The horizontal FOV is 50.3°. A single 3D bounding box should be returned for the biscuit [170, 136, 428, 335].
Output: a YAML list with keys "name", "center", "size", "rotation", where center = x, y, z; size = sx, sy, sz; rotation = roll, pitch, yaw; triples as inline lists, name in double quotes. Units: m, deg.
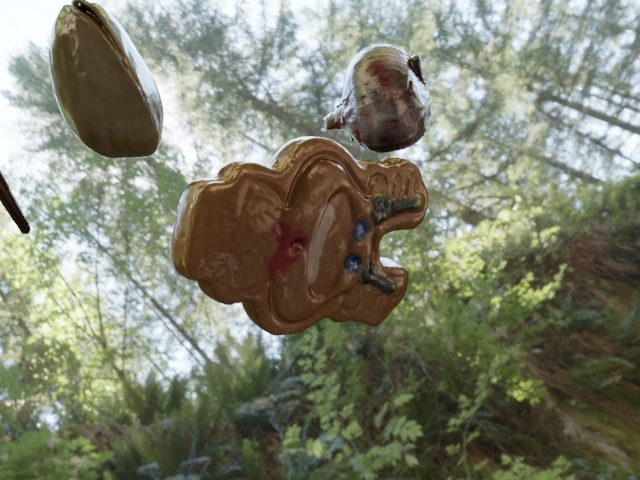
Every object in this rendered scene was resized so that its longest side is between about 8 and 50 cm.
- name: "biscuit"
  center: [0.000, 0.000, 0.690]
  size: [0.333, 0.047, 0.202]
  rotation: [6, -78, -46]

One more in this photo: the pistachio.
- name: "pistachio"
  center: [-0.238, -0.173, 0.754]
  size: [0.108, 0.126, 0.186]
  rotation: [-39, -55, -28]

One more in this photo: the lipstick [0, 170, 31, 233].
- name: "lipstick"
  center: [-0.490, -0.065, 1.065]
  size: [0.027, 0.027, 0.176]
  rotation: [-34, -28, -22]

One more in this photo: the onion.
- name: "onion"
  center: [0.074, -0.204, 0.917]
  size: [0.151, 0.206, 0.098]
  rotation: [-10, -53, 1]
